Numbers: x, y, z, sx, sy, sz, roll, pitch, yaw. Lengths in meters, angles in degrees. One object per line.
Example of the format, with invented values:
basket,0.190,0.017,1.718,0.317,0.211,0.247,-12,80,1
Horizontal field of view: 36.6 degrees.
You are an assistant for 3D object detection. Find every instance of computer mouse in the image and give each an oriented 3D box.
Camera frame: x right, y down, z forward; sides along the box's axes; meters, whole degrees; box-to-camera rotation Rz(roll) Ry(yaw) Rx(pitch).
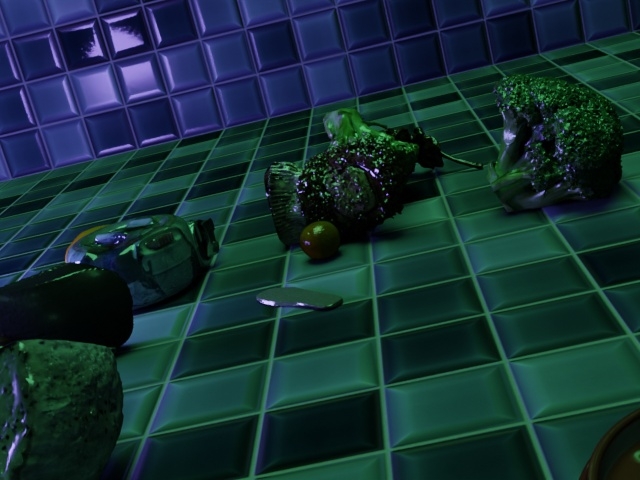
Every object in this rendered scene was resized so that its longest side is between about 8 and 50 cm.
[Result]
computer mouse,-0.458,0.142,1.630,0.296,0.168,0.087,-17,19,1

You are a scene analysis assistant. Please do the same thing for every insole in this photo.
insole,-0.038,0.101,1.682,0.192,0.010,0.063,5,26,45

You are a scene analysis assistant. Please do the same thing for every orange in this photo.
orange,0.000,0.000,1.866,0.085,0.085,0.085,-13,17,4

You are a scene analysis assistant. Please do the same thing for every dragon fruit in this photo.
dragon fruit,-0.356,0.251,1.182,0.283,0.203,0.221,-23,-17,30

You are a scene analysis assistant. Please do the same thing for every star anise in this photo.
star anise,0.240,-0.200,2.251,0.073,0.234,0.177,-65,13,-22

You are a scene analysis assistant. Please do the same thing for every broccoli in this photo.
broccoli,0.081,-0.175,2.121,0.262,0.241,0.269,-25,-22,38
broccoli,0.433,-0.184,1.836,0.275,0.308,0.308,-37,14,12

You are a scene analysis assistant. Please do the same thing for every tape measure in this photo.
tape measure,-0.368,0.035,1.929,0.256,0.147,0.275,-7,17,25

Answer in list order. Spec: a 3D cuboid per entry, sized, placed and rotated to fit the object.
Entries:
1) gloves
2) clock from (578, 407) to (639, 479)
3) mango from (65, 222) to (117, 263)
gloves,0.035,-0.101,1.931,0.313,0.210,0.135,-4,-3,27
clock,0.378,0.231,0.815,0.319,0.080,0.318,-10,22,4
mango,-0.453,0.015,2.120,0.227,0.109,0.147,-26,19,-37
